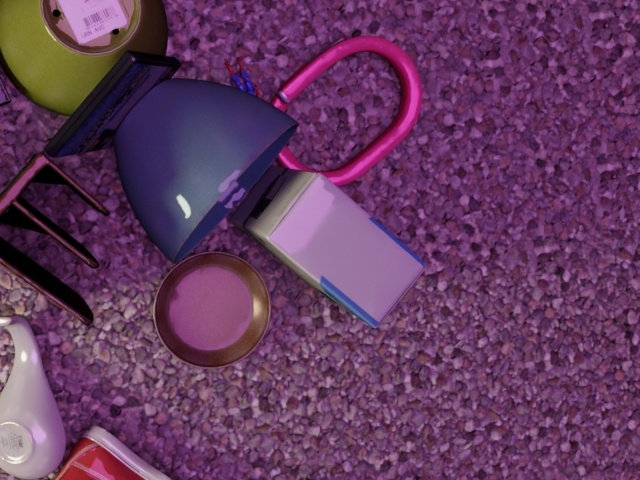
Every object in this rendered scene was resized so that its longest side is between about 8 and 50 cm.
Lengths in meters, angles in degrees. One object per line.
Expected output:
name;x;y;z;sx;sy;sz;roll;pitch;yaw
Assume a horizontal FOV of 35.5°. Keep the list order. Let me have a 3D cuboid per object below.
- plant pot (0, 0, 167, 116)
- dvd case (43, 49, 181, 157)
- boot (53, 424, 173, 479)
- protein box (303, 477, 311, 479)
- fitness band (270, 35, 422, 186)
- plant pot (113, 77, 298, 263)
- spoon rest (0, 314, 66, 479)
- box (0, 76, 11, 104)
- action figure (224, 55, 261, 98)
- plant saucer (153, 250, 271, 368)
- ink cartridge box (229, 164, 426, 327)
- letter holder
plant pot;-0.341;-0.322;1.464;0.275;0.293;0.274;-1;95;-17
dvd case;-0.293;-0.198;1.444;0.022;0.253;0.180;42;100;-1
boot;-0.325;0.439;1.610;0.244;0.088;0.176;38;59;-9
protein box;0.015;0.559;1.722;0.201;0.136;0.199;37;84;-16
fitness band;0.042;-0.221;1.710;0.291;0.054;0.209;-41;104;-8
plant pot;-0.202;-0.135;1.543;0.195;0.290;0.290;41;83;0
spoon rest;-0.473;0.245;1.580;0.137;0.084;0.276;-1;101;15
box;-0.583;-0.244;1.512;0.180;0.077;0.147;-24;101;-13
action figure;-0.123;-0.249;1.673;0.038;0.030;0.115;-28;104;-18
plant saucer;-0.183;0.115;1.681;0.199;0.036;0.198;-1;94;-17
ink cartridge box;0.000;0.000;1.584;0.223;0.307;0.129;39;85;-16
letter holder;-0.380;-0.005;1.474;0.214;0.302;0.152;41;83;-16
